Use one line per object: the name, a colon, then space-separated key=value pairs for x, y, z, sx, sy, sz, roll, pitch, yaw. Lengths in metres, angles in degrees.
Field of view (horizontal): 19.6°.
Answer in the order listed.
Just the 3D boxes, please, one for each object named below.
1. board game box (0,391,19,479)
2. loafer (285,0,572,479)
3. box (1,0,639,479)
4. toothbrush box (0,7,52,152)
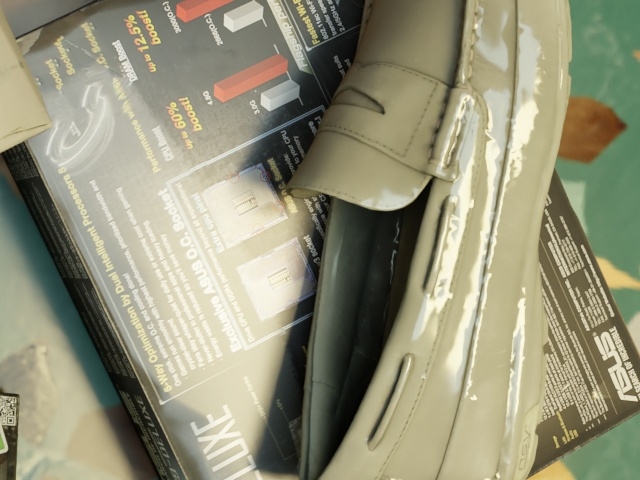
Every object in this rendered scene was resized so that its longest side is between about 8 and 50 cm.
board game box: x=-0.208 y=0.192 z=0.831 sx=0.136 sy=0.030 sz=0.260 roll=5 pitch=70 yaw=-17
loafer: x=0.043 y=-0.033 z=0.835 sx=0.111 sy=0.112 sz=0.320 roll=2 pitch=88 yaw=-28
box: x=0.000 y=0.000 z=0.919 sx=0.242 sy=0.076 sz=0.307 roll=-28 pitch=98 yaw=-17
toothbrush box: x=-0.290 y=-0.078 z=0.735 sx=0.295 sy=0.126 sz=0.216 roll=-22 pitch=97 yaw=7
